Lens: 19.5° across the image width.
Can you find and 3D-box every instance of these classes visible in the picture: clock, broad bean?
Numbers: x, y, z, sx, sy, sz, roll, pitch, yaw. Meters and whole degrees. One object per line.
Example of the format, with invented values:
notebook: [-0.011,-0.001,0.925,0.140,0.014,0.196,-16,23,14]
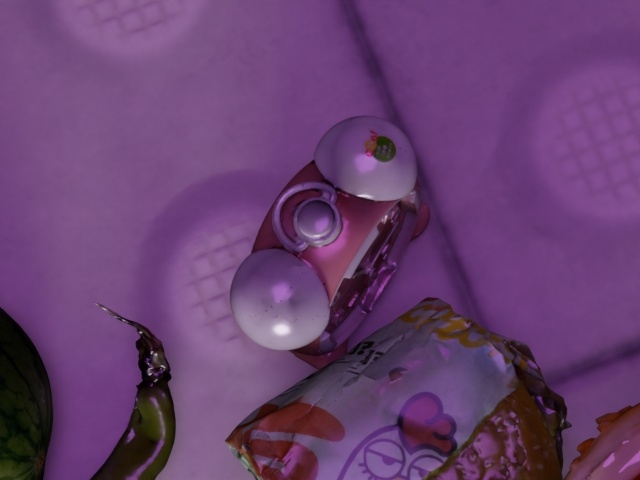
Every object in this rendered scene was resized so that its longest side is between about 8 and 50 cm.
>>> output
clock: [0.000,0.000,1.230,0.092,0.162,0.166,32,82,10]
broad bean: [-0.175,0.204,1.245,0.098,0.056,0.318,25,81,-30]

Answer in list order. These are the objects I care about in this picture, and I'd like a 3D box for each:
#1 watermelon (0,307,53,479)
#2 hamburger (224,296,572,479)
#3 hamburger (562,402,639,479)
watermelon: [-0.296,0.113,1.243,0.232,0.127,0.204,29,81,11]
hamburger: [0.073,0.167,1.213,0.214,0.125,0.235,-29,78,0]
hamburger: [0.283,0.240,1.102,0.329,0.250,0.330,-2,102,-11]
